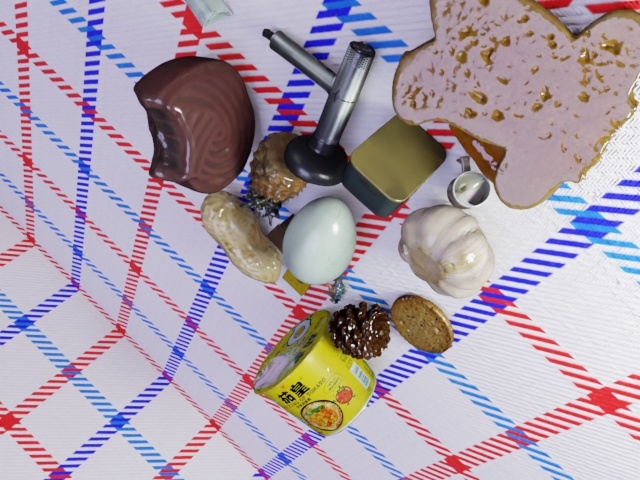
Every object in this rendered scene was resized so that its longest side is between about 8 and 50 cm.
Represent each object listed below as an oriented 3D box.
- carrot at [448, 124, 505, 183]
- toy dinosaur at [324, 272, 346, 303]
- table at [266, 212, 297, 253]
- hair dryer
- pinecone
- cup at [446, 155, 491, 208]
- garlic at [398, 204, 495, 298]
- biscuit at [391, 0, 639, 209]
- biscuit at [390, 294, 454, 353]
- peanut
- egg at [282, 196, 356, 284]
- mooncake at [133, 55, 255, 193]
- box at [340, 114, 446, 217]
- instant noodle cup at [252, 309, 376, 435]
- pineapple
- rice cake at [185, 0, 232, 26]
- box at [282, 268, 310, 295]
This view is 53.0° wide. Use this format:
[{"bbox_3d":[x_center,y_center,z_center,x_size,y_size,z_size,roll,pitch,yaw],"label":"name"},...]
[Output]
[{"bbox_3d":[0.327,-0.168,1.223,0.193,0.087,0.087,43,144,7],"label":"carrot"},{"bbox_3d":[0.045,0.135,1.814,0.055,0.049,0.154,38,148,18],"label":"toy dinosaur"},{"bbox_3d":[-0.085,-0.024,1.773,0.070,0.082,0.083,49,144,-1],"label":"table"},{"bbox_3d":[-0.013,-0.330,1.444,0.284,0.155,0.320,47,136,36],"label":"hair dryer"},{"bbox_3d":[0.098,0.245,1.767,0.165,0.163,0.163,2,124,42],"label":"pinecone"},{"bbox_3d":[0.288,-0.111,1.295,0.102,0.074,0.099,55,-179,2],"label":"cup"},{"bbox_3d":[0.278,0.021,1.387,0.228,0.152,0.228,41,160,18],"label":"garlic"},{"bbox_3d":[0.326,-0.267,1.103,0.394,0.076,0.368,33,126,16],"label":"biscuit"},{"bbox_3d":[0.267,0.218,1.684,0.187,0.027,0.188,27,138,27],"label":"biscuit"},{"bbox_3d":[-0.227,-0.008,1.890,0.153,0.140,0.325,-34,99,37],"label":"peanut"},{"bbox_3d":[0.000,0.000,1.625,0.183,0.183,0.264,36,136,16],"label":"egg"},{"bbox_3d":[-0.304,-0.287,1.571,0.174,0.334,0.326,20,96,31],"label":"mooncake"},{"bbox_3d":[0.148,-0.151,1.324,0.144,0.201,0.090,42,147,6],"label":"box"},{"bbox_3d":[-0.004,0.407,1.920,0.254,0.326,0.325,44,145,-12],"label":"instant noodle cup"},{"bbox_3d":[-0.132,-0.146,1.662,0.169,0.169,0.340,48,151,0],"label":"pineapple"},{"bbox_3d":[-0.295,-0.590,1.485,0.069,0.063,0.206,-18,109,54],"label":"rice cake"},{"bbox_3d":[-0.057,0.100,1.911,0.087,0.023,0.155,41,143,5],"label":"box"}]
